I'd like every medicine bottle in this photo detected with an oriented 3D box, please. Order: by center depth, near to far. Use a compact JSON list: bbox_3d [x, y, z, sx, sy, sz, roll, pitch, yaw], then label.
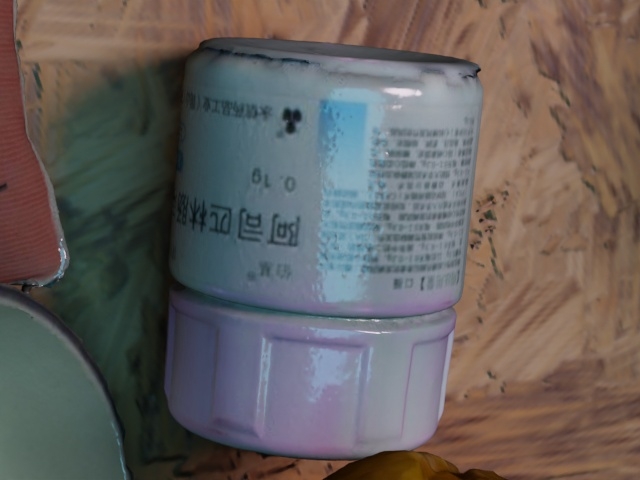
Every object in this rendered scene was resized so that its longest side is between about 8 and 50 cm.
[{"bbox_3d":[0.000,0.000,0.732,0.135,0.135,0.169,1,100,-19],"label":"medicine bottle"}]

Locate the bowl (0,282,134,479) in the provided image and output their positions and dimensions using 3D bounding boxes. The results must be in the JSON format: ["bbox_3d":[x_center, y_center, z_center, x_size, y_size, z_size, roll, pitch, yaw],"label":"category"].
[{"bbox_3d":[-0.182,0.121,0.681,0.211,0.112,0.211,9,80,-58],"label":"bowl"}]

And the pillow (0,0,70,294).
[{"bbox_3d":[-0.196,-0.055,0.685,0.171,0.075,0.179,-9,102,-17],"label":"pillow"}]

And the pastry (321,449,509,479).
[{"bbox_3d":[0.017,0.244,0.684,0.163,0.356,0.356,27,91,15],"label":"pastry"}]
